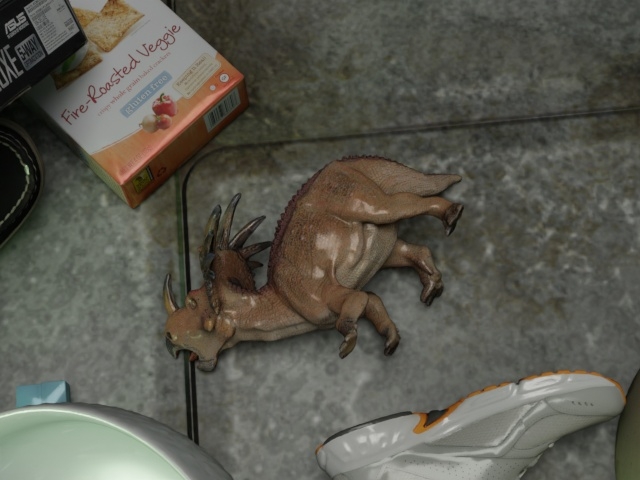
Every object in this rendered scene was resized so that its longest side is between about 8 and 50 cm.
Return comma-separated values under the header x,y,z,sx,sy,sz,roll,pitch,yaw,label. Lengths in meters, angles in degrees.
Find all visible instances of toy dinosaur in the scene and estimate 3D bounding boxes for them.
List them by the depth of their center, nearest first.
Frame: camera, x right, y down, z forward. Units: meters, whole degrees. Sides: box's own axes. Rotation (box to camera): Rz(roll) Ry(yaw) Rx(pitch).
x,y,z,sx,sy,sz,roll,pitch,yaw,label
0.000,0.000,1.223,0.200,0.127,0.295,33,69,20,toy dinosaur

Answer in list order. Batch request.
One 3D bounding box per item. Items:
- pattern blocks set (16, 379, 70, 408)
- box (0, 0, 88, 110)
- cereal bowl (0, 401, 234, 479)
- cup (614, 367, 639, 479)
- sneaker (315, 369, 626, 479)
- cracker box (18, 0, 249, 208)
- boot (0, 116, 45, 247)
x,y,z,sx,sy,sz,roll,pitch,yaw,label
-0.376,0.220,1.203,0.325,0.026,0.285,2,70,3,pattern blocks set
-0.368,-0.107,1.159,0.242,0.076,0.307,-15,23,28,box
-0.170,0.291,1.071,0.339,0.141,0.339,-2,85,22,cereal bowl
0.415,0.158,1.080,0.331,0.237,0.331,-1,70,2,cup
0.136,0.190,1.166,0.262,0.099,0.121,-18,77,4,sneaker
-0.203,-0.165,1.317,0.232,0.067,0.156,42,77,16,cracker box
-0.393,0.039,1.126,0.377,0.284,0.138,-28,107,-5,boot
